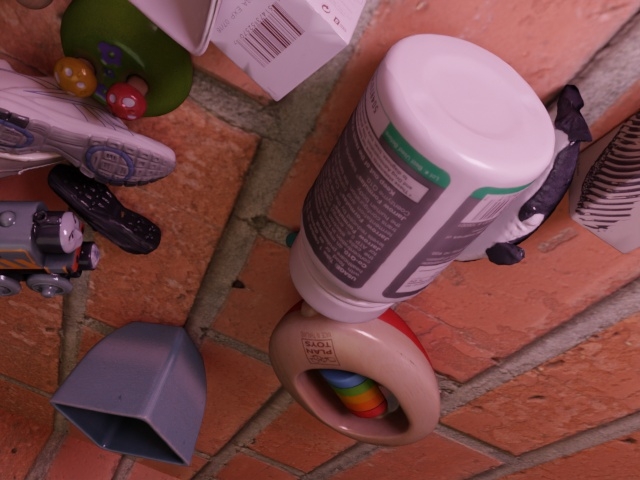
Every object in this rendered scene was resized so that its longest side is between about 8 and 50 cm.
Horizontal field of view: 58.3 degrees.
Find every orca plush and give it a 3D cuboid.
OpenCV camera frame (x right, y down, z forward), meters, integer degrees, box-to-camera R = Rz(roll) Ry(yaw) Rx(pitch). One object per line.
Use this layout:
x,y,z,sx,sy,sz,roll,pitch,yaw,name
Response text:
0.258,-0.072,0.744,0.151,0.102,0.287,52,141,32,orca plush

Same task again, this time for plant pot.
-0.400,0.331,1.318,0.247,0.252,0.248,3,138,18,plant pot

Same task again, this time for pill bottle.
0.094,-0.049,0.713,0.204,0.204,0.361,25,140,-7,pill bottle

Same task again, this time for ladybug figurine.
0.073,0.233,1.084,0.305,0.162,0.449,-1,137,24,ladybug figurine

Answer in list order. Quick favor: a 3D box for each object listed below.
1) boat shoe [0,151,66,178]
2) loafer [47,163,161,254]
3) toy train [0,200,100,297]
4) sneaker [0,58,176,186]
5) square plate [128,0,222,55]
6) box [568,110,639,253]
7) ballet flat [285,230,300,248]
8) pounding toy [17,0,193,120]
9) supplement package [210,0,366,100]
-0.499,-0.134,0.828,0.305,0.109,0.091,-12,157,-38,boat shoe
-0.386,-0.045,1.011,0.078,0.076,0.223,-26,128,32,loafer
-0.552,0.007,0.956,0.333,0.142,0.190,2,152,-5,toy train
-0.346,-0.172,0.828,0.297,0.129,0.111,20,143,-32,sneaker
-0.148,-0.380,0.424,0.347,0.049,0.344,42,132,14,square plate
0.400,-0.105,0.601,0.094,0.113,0.275,30,138,-12,box
0.000,0.000,0.947,0.114,0.041,0.041,-1,137,23,ballet flat
-0.278,-0.232,0.724,0.183,0.110,0.237,-3,136,25,pounding toy
-0.022,-0.244,0.551,0.105,0.179,0.105,39,137,-24,supplement package
